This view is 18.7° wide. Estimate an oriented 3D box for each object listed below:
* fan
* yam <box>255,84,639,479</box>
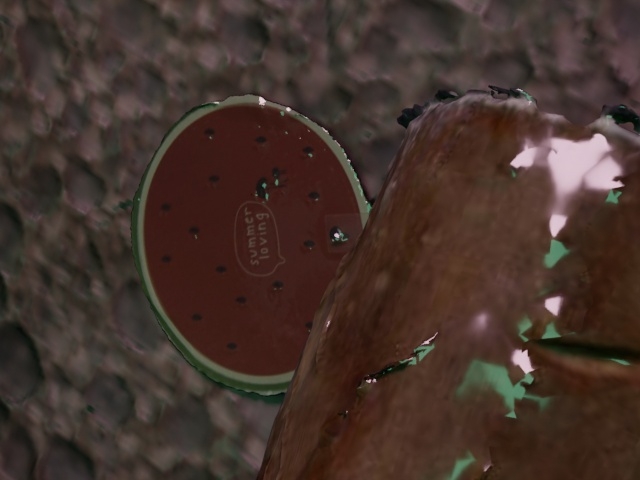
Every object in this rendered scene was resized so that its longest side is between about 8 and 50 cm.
[{"bbox_3d":[0.000,0.000,0.528,0.133,0.005,0.085,-5,93,35],"label":"fan"},{"bbox_3d":[0.022,0.114,0.409,0.131,0.131,0.280,21,87,30],"label":"yam"}]
